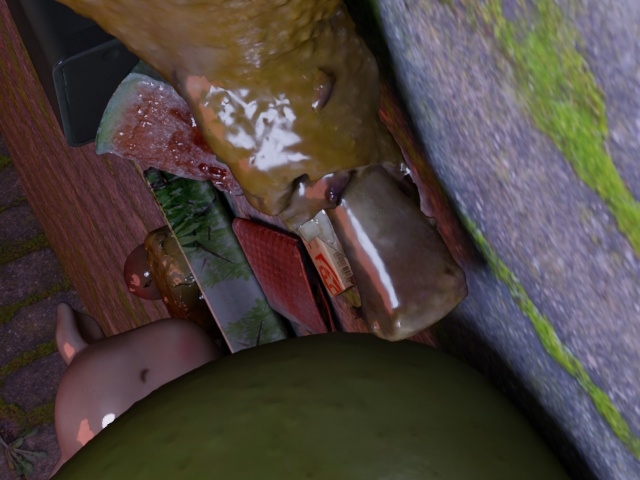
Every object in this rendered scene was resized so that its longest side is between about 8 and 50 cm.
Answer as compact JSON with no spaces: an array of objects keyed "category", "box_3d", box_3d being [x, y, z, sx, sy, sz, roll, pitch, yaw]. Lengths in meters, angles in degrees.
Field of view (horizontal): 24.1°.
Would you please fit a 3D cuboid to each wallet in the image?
[{"category":"wallet","box_3d":[-0.033,0.034,1.394,0.103,0.020,0.196,67,167,-14]}]

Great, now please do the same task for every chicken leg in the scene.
[{"category":"chicken leg","box_3d":[-0.030,-0.130,0.829,0.409,0.182,0.295,61,151,-3]}]

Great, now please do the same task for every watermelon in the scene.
[{"category":"watermelon","box_3d":[-0.131,-0.104,1.339,0.158,0.121,0.098,55,143,19]}]

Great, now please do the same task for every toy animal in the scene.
[{"category":"toy animal","box_3d":[-0.162,0.192,1.641,0.326,0.269,0.237,132,140,-77]}]

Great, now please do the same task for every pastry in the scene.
[{"category":"pastry","box_3d":[-0.147,0.046,1.725,0.153,0.081,0.153,49,150,41]}]

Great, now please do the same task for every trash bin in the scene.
[{"category":"trash bin","box_3d":[-0.250,-0.245,1.504,0.240,0.122,0.164,61,166,21]}]

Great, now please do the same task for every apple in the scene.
[{"category":"apple","box_3d":[-0.008,0.297,0.951,0.474,0.473,0.474,58,165,25]}]

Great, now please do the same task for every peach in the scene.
[{"category":"peach","box_3d":[-0.231,0.042,2.047,0.083,0.083,0.083,58,165,25]}]

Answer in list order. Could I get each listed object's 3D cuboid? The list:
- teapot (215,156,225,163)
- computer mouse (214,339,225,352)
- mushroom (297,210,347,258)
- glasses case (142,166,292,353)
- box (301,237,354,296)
[{"category":"teapot","box_3d":[-0.033,-0.091,1.010,0.092,0.124,0.091,-8,83,47]},{"category":"computer mouse","box_3d":[-0.148,0.264,1.920,0.158,0.071,0.310,80,-176,-52]},{"category":"mushroom","box_3d":[0.012,-0.024,1.011,0.083,0.067,0.083,54,170,14]},{"category":"glasses case","box_3d":[-0.092,0.041,1.545,0.272,0.062,0.095,63,179,6]},{"category":"box","box_3d":[0.000,0.000,1.215,0.093,0.015,0.058,64,165,3]}]
